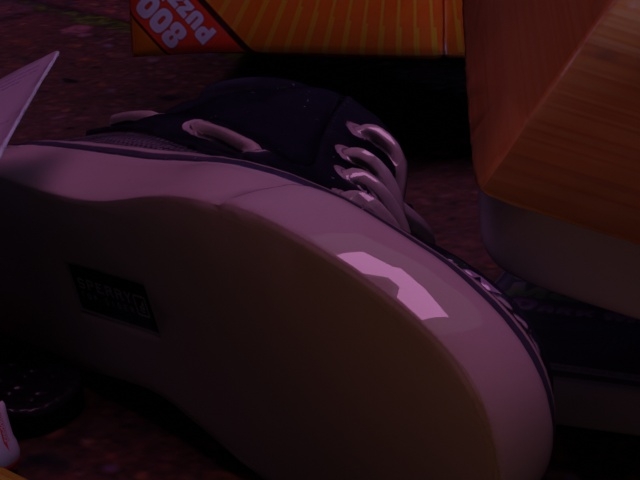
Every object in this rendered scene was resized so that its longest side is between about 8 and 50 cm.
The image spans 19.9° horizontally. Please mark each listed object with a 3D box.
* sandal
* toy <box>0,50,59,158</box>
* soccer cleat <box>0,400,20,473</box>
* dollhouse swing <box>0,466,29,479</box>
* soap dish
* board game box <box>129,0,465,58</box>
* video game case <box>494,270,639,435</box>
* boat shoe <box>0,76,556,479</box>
[{"bbox_3d":[-0.181,0.050,0.756,0.179,0.040,0.067,21,34,19],"label":"sandal"},{"bbox_3d":[-0.171,0.038,0.676,0.137,0.056,0.237,-19,32,30],"label":"toy"},{"bbox_3d":[-0.146,0.068,0.692,0.083,0.035,0.029,13,26,37],"label":"soccer cleat"},{"bbox_3d":[-0.130,0.192,0.329,0.347,0.305,0.315,20,-11,47],"label":"dollhouse swing"},{"bbox_3d":[0.201,-0.042,0.691,0.291,0.118,0.229,17,25,-4],"label":"soap dish"},{"bbox_3d":[0.098,-0.303,1.108,0.356,0.356,0.356,1,11,11],"label":"board game box"},{"bbox_3d":[0.159,0.036,0.749,0.190,0.022,0.173,5,22,23],"label":"video game case"},{"bbox_3d":[0.000,0.000,0.714,0.158,0.127,0.340,-27,29,-32],"label":"boat shoe"}]
